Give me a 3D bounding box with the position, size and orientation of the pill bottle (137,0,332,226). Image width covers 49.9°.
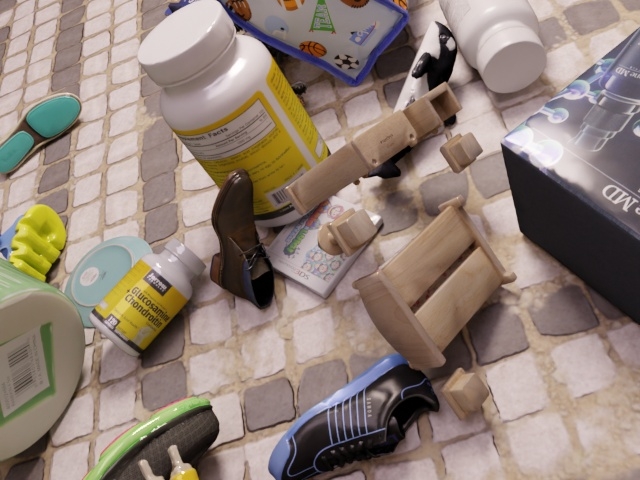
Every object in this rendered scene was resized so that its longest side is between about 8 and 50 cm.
[{"bbox_3d":[-0.126,-0.190,1.068,0.187,0.334,0.188,-19,43,18],"label":"pill bottle"}]

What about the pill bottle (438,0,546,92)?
[{"bbox_3d":[0.286,-0.357,1.141,0.131,0.131,0.229,-20,52,11],"label":"pill bottle"}]

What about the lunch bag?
[{"bbox_3d":[-0.036,-0.519,1.221,0.239,0.385,0.328,-48,27,50],"label":"lunch bag"}]

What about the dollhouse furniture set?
[{"bbox_3d":[0.136,0.014,0.955,0.303,0.356,0.174,-38,6,-36],"label":"dollhouse furniture set"}]

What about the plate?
[{"bbox_3d":[-0.382,0.065,1.221,0.188,0.024,0.188,-12,54,17],"label":"plate"}]

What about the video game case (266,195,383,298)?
[{"bbox_3d":[0.000,0.000,1.094,0.143,0.019,0.157,26,70,36],"label":"video game case"}]

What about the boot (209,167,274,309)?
[{"bbox_3d":[-0.104,0.002,1.037,0.106,0.219,0.082,35,44,29],"label":"boot"}]

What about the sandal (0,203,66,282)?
[{"bbox_3d":[-0.575,0.081,1.246,0.138,0.126,0.317,-11,45,22],"label":"sandal"}]

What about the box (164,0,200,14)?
[{"bbox_3d":[-0.264,-0.581,1.616,0.225,0.036,0.136,15,64,33],"label":"box"}]

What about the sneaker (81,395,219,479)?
[{"bbox_3d":[-0.245,0.421,0.842,0.202,0.185,0.483,26,63,3],"label":"sneaker"}]

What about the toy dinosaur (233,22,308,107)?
[{"bbox_3d":[-0.163,-0.322,1.323,0.321,0.164,0.218,19,82,11],"label":"toy dinosaur"}]

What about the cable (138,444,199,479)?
[{"bbox_3d":[-0.135,0.377,0.756,0.139,0.072,0.287,-34,77,-35],"label":"cable"}]

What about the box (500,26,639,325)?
[{"bbox_3d":[0.472,-0.105,0.827,0.395,0.212,0.293,-39,51,-4],"label":"box"}]

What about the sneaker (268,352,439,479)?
[{"bbox_3d":[0.042,0.242,0.864,0.232,0.081,0.090,-39,45,-5],"label":"sneaker"}]

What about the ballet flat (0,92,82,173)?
[{"bbox_3d":[-0.637,-0.247,1.529,0.248,0.086,0.086,-38,50,-3],"label":"ballet flat"}]

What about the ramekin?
[{"bbox_3d":[-0.497,0.179,1.023,0.148,0.303,0.303,14,64,23],"label":"ramekin"}]

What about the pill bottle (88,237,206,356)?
[{"bbox_3d":[-0.272,0.087,1.103,0.103,0.103,0.184,30,74,37],"label":"pill bottle"}]

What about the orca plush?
[{"bbox_3d":[0.176,-0.215,1.115,0.102,0.151,0.287,23,64,0],"label":"orca plush"}]
